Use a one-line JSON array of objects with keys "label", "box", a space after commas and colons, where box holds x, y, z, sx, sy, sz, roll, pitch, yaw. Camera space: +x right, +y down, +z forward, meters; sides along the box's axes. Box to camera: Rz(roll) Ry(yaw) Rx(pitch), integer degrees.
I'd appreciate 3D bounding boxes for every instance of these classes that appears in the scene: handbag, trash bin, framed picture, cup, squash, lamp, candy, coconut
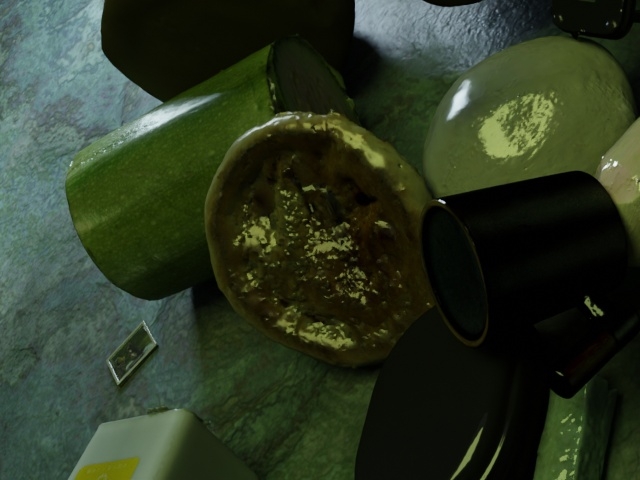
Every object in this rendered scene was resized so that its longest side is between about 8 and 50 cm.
[{"label": "handbag", "box": [0.147, 0.204, 1.636, 0.253, 0.093, 0.308, -24, 41, 49]}, {"label": "trash bin", "box": [-0.222, 0.423, 1.772, 0.255, 0.296, 0.368, -17, 38, 37]}, {"label": "framed picture", "box": [-0.287, 0.172, 2.171, 0.089, 0.006, 0.066, -46, 40, 9]}, {"label": "cup", "box": [0.231, 0.048, 1.549, 0.166, 0.177, 0.239, 160, 93, -72]}, {"label": "squash", "box": [-0.136, -0.096, 2.017, 0.384, 0.263, 0.263, -26, 47, 28]}, {"label": "lamp", "box": [0.437, -0.314, 1.703, 0.283, 0.125, 0.203, -21, 24, -31]}, {"label": "candy", "box": [0.246, -0.125, 1.731, 0.295, 0.185, 0.296, -30, 41, 30]}, {"label": "coconut", "box": [0.377, -0.050, 1.572, 0.183, 0.171, 0.171, -49, 40, 2]}]

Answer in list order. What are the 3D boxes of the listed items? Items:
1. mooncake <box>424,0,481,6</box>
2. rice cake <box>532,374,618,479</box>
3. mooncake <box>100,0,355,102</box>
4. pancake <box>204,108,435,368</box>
[{"label": "mooncake", "box": [0.240, -0.516, 1.881, 0.467, 0.262, 0.467, -29, 29, 18]}, {"label": "rice cake", "box": [0.271, 0.232, 1.548, 0.069, 0.063, 0.207, -15, 52, 46]}, {"label": "mooncake", "box": [-0.132, -0.348, 2.118, 0.378, 0.378, 0.201, -17, 47, 35]}, {"label": "pancake", "box": [0.001, -0.001, 1.797, 0.356, 0.065, 0.356, 9, 108, 28]}]
